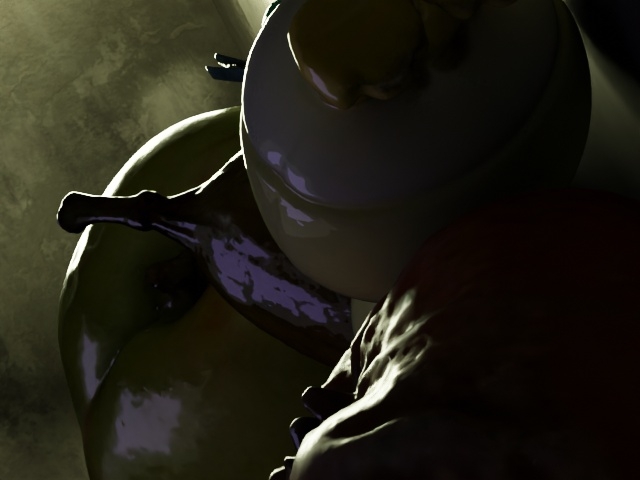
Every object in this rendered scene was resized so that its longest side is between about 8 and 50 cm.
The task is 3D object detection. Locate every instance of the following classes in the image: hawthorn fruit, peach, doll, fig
[{"bbox_3d":[0.109,0.123,0.618,0.271,0.242,0.242,31,177,1],"label":"hawthorn fruit"},{"bbox_3d":[-0.025,0.057,1.261,0.315,0.314,0.281,5,-131,-55],"label":"peach"},{"bbox_3d":[0.052,-0.014,0.750,0.117,0.141,0.296,34,162,35],"label":"doll"},{"bbox_3d":[0.000,-0.002,0.962,0.170,0.274,0.146,19,-100,-83],"label":"fig"}]

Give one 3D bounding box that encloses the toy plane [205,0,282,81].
[{"bbox_3d":[0.011,-0.116,1.071,0.060,0.096,0.235,59,161,-18],"label":"toy plane"}]
